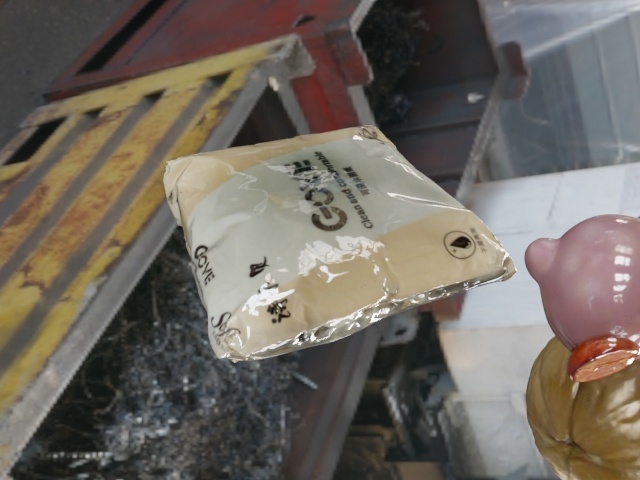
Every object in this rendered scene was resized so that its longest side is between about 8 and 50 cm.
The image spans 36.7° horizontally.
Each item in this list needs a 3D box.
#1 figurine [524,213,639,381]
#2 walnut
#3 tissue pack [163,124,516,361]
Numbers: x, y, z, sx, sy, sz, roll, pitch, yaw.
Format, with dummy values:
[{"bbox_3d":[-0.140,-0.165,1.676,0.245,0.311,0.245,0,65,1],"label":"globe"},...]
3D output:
[{"bbox_3d":[0.323,0.053,1.055,0.173,0.173,0.173,22,65,-60],"label":"figurine"},{"bbox_3d":[0.432,0.203,1.295,0.313,0.252,0.277,-23,89,-29],"label":"walnut"},{"bbox_3d":[0.000,0.000,1.253,0.375,0.389,0.195,-128,-152,-50],"label":"tissue pack"}]
